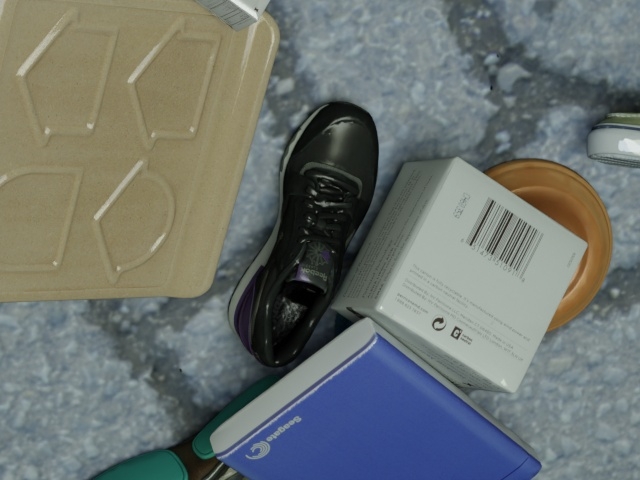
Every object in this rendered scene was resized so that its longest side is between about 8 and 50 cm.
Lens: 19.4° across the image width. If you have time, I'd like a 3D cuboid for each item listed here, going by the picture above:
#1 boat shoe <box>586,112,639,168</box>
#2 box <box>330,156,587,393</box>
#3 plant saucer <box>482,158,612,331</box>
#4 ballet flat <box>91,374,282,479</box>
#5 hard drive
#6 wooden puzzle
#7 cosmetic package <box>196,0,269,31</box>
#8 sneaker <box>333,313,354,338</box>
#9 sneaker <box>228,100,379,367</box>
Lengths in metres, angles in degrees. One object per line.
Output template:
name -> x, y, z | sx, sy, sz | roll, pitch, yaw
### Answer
boat shoe -> 0.422, -0.124, 2.005 | 0.302, 0.109, 0.094 | -1, 90, -21
box -> 0.141, 0.036, 1.902 | 0.181, 0.119, 0.182 | 32, 77, -19
plant saucer -> 0.225, 0.012, 2.021 | 0.200, 0.037, 0.200 | -3, 106, -11
ballet flat -> -0.129, 0.252, 1.984 | 0.280, 0.095, 0.096 | -30, 121, -3
hard drive -> 0.064, 0.222, 1.953 | 0.210, 0.040, 0.319 | -38, 133, 14
wooden puzzle -> -0.232, -0.096, 1.826 | 0.348, 0.080, 0.322 | 2, 112, -38
cosmetic package -> -0.051, -0.329, 1.811 | 0.099, 0.060, 0.239 | 35, 71, -20
sneaker -> 0.070, 0.136, 2.002 | 0.092, 0.087, 0.228 | -9, 114, -17
sneaker -> 0.000, 0.000, 1.923 | 0.107, 0.124, 0.283 | 17, 100, -16
